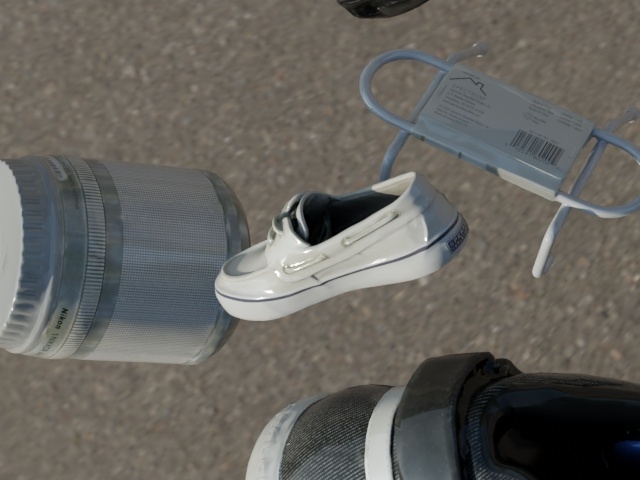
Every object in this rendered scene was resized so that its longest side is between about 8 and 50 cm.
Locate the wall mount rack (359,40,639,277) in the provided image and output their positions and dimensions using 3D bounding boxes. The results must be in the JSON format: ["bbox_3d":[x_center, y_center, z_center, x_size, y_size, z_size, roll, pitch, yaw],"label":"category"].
[{"bbox_3d":[0.223,-0.126,1.962,0.350,0.304,0.130,26,147,13],"label":"wall mount rack"}]

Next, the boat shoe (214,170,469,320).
[{"bbox_3d":[0.000,0.000,1.497,0.267,0.096,0.088,-12,124,42],"label":"boat shoe"}]

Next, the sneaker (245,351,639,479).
[{"bbox_3d":[0.093,0.104,0.486,0.217,0.079,0.121,32,149,-30],"label":"sneaker"}]

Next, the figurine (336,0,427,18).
[{"bbox_3d":[0.100,-0.316,1.497,0.209,0.092,0.215,-7,93,48],"label":"figurine"}]

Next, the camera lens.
[{"bbox_3d":[-0.228,0.021,1.864,0.219,0.274,0.219,-15,73,59],"label":"camera lens"}]
